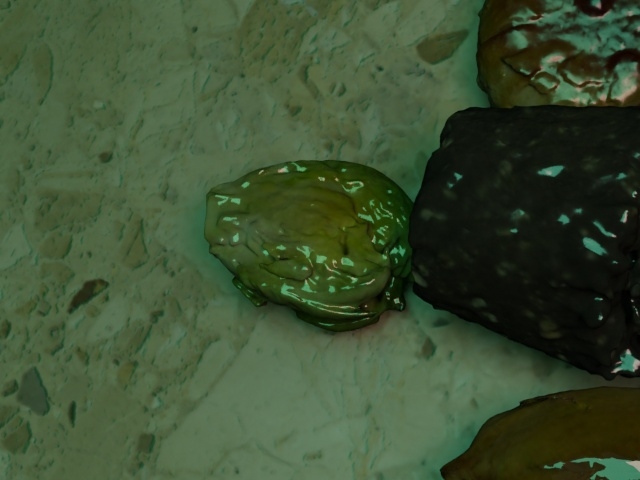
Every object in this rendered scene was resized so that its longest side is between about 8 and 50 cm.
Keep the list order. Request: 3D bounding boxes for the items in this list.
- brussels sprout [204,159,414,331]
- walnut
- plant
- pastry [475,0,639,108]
[{"bbox_3d":[-0.001,0.001,0.935,0.181,0.100,0.139,8,65,16],"label":"brussels sprout"},{"bbox_3d":[0.208,0.169,0.822,0.245,0.137,0.137,4,74,11],"label":"walnut"},{"bbox_3d":[0.234,0.010,0.828,0.321,0.194,0.181,14,58,23],"label":"plant"},{"bbox_3d":[0.232,-0.169,0.929,0.219,0.100,0.229,-3,74,12],"label":"pastry"}]
